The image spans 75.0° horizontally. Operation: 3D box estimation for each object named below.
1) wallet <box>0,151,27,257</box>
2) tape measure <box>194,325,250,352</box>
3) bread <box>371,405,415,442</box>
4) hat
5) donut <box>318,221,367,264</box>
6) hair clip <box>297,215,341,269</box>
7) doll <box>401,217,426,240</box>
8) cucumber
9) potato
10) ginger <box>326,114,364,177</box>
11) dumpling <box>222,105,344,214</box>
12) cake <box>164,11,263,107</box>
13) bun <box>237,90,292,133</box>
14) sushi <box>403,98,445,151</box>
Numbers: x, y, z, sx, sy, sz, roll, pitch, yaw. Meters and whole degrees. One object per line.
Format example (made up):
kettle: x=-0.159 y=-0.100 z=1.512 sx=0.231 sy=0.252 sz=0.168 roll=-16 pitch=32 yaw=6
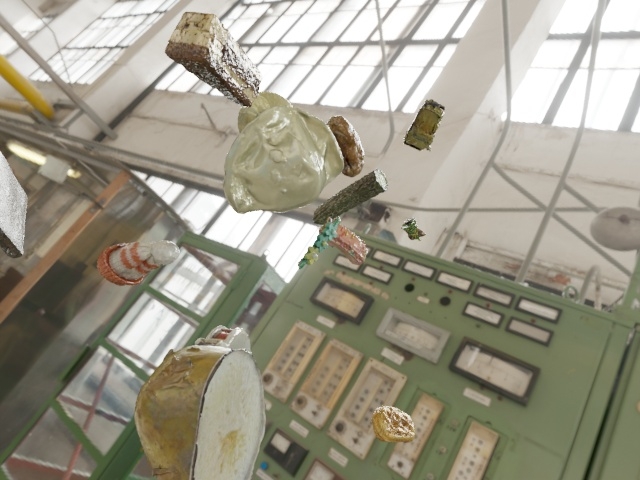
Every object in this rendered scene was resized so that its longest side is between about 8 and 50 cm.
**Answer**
wallet: x=-0.770 y=-0.096 z=1.011 sx=0.309 sy=0.042 sz=0.165 roll=50 pitch=-23 yaw=46
tape measure: x=-0.362 y=0.455 z=1.597 sx=0.130 sy=0.265 sz=0.258 roll=1 pitch=-72 yaw=19
bread: x=0.165 y=0.420 z=0.951 sx=0.110 sy=0.044 sz=0.083 roll=18 pitch=30 yaw=-27
hat: x=-0.363 y=0.033 z=0.861 sx=0.162 sy=0.112 sz=0.094 roll=-22 pitch=-87 yaw=21
donut: x=0.073 y=0.006 z=1.191 sx=0.166 sy=0.065 sz=0.117 roll=38 pitch=-11 yaw=-10
hair clip: x=0.000 y=-0.001 z=0.987 sx=0.049 sy=0.173 sz=0.049 roll=24 pitch=-34 yaw=17
doll: x=0.408 y=-0.037 z=1.844 sx=0.078 sy=0.076 sz=0.113 roll=-24 pitch=-85 yaw=39
cucumber: x=0.102 y=-0.161 z=1.668 sx=0.359 sy=0.096 sz=0.096 roll=-28 pitch=-59 yaw=34
potato: x=-0.239 y=0.348 z=0.793 sx=0.196 sy=0.300 sz=0.246 roll=-1 pitch=-10 yaw=24
ginger: x=0.113 y=-0.465 z=2.034 sx=0.165 sy=0.172 sz=0.321 roll=-19 pitch=-60 yaw=12
dumpling: x=-0.123 y=-0.246 z=1.277 sx=0.233 sy=0.395 sz=0.316 roll=39 pitch=-28 yaw=59
cake: x=-0.209 y=-0.399 z=0.948 sx=0.246 sy=0.112 sz=0.135 roll=27 pitch=-3 yaw=-42
bun: x=-0.224 y=-0.499 z=1.775 sx=0.152 sy=0.259 sz=0.259 roll=40 pitch=-9 yaw=48
sushi: x=0.461 y=-0.491 z=1.831 sx=0.139 sy=0.131 sz=0.291 roll=28 pitch=-27 yaw=3
